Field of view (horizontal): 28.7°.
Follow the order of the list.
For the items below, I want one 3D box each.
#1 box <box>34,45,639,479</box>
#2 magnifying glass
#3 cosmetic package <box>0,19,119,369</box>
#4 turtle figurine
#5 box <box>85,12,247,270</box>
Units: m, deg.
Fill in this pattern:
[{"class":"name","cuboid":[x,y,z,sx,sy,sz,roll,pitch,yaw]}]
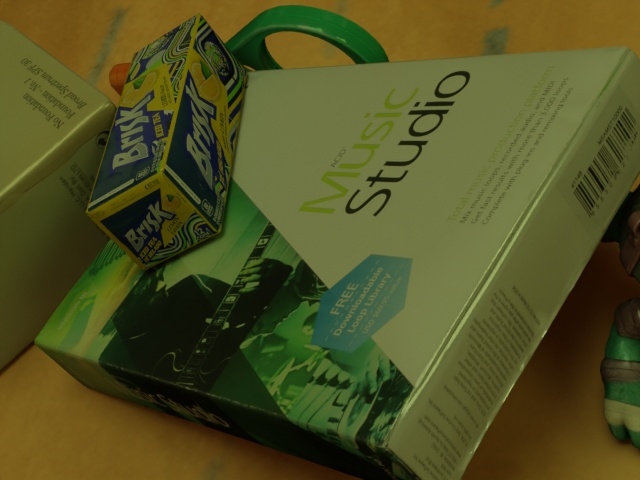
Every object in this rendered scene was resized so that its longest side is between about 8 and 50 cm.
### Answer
[{"class":"box","cuboid":[0.000,0.000,0.680,0.322,0.058,0.232,4,53,52]},{"class":"magnifying glass","cuboid":[-0.056,-0.116,0.852,0.231,0.092,0.026,2,58,39]},{"class":"cosmetic package","cuboid":[-0.265,0.014,0.817,0.309,0.113,0.160,-44,49,-14]},{"class":"turtle figurine","cuboid":[0.196,0.006,0.616,0.175,0.118,0.234,-28,42,2]},{"class":"box","cuboid":[-0.089,-0.063,0.751,0.059,0.054,0.169,-27,34,23]}]
